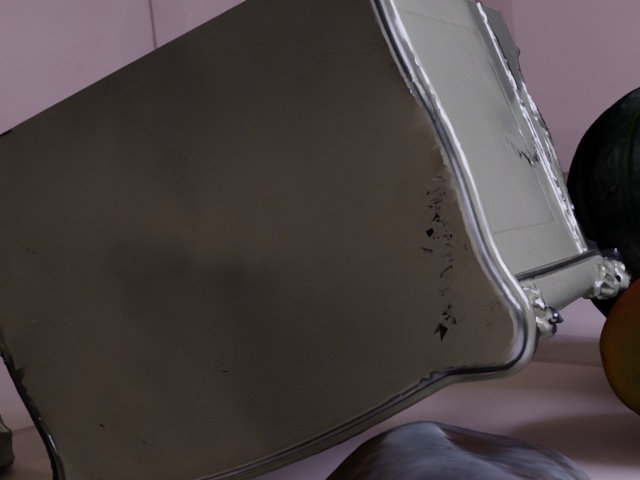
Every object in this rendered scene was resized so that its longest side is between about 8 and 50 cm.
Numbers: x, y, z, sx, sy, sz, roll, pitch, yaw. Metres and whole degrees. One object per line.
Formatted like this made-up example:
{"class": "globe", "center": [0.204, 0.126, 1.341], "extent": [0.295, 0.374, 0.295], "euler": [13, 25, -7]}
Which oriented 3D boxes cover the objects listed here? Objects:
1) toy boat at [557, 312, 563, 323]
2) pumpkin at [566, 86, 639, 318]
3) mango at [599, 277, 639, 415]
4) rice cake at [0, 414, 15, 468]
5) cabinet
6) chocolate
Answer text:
{"class": "toy boat", "center": [0.120, 0.044, 1.375], "extent": [0.299, 0.092, 0.134], "euler": [-8, 32, 53]}
{"class": "pumpkin", "center": [0.291, 0.000, 1.006], "extent": [0.250, 0.250, 0.216], "euler": [-1, 46, 37]}
{"class": "mango", "center": [0.310, 0.064, 0.834], "extent": [0.289, 0.129, 0.146], "euler": [5, 7, 23]}
{"class": "rice cake", "center": [-0.341, 0.150, 0.983], "extent": [0.256, 0.052, 0.057], "euler": [-7, 9, -6]}
{"class": "cabinet", "center": [0.000, 0.000, 0.869], "extent": [0.290, 0.227, 0.318], "euler": [-25, -6, 21]}
{"class": "chocolate", "center": [0.063, 0.133, 0.626], "extent": [0.157, 0.080, 0.254], "euler": [-6, 6, 2]}
